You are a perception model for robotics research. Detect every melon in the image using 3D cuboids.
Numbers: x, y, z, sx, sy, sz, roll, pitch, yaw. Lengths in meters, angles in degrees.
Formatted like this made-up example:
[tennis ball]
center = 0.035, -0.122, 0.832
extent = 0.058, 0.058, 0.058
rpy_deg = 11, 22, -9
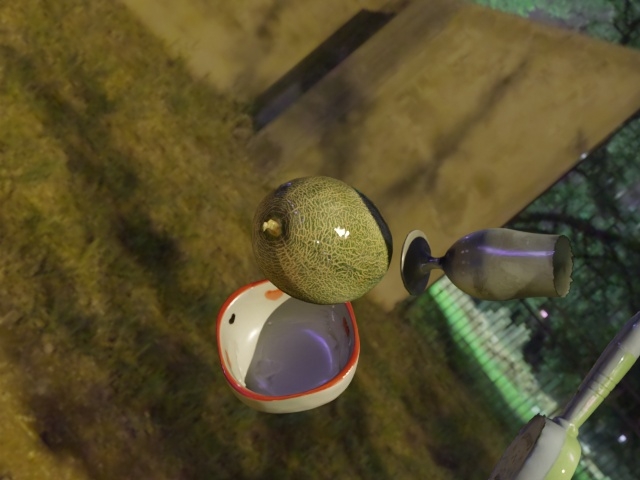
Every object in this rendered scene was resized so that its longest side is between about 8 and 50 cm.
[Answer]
[melon]
center = 0.000, 0.000, 0.959
extent = 0.192, 0.139, 0.139
rpy_deg = 17, 27, -48

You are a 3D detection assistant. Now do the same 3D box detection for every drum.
[drum]
center = 0.253, 0.186, 0.885
extent = 0.049, 0.253, 0.130
rpy_deg = 36, 19, 6

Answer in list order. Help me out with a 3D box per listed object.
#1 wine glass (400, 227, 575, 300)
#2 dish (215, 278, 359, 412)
[wine glass]
center = 0.208, 0.030, 1.097
extent = 0.202, 0.093, 0.093
rpy_deg = 2, -29, 33
[dish]
center = -0.052, 0.187, 1.490
extent = 0.256, 0.256, 0.117
rpy_deg = 51, -20, 32
